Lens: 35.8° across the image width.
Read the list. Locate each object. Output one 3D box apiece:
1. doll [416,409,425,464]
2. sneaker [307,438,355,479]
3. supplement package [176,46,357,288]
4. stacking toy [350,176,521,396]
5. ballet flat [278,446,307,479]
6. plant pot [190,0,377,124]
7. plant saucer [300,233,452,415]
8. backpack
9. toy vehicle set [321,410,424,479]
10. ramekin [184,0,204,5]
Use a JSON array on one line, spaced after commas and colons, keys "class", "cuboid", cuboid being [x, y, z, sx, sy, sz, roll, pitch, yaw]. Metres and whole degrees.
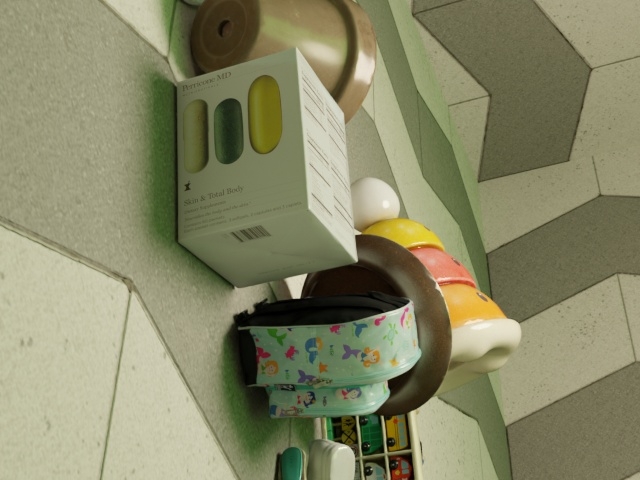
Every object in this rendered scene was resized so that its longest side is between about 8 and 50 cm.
[{"class": "doll", "cuboid": [0.205, 0.462, 2.213, 0.129, 0.046, 0.189, 57, 26, -47]}, {"class": "sneaker", "cuboid": [-0.002, 0.416, 1.548, 0.080, 0.094, 0.212, 11, 87, -42]}, {"class": "supplement package", "cuboid": [-0.079, -0.100, 1.449, 0.198, 0.199, 0.262, 46, 35, -58]}, {"class": "stacking toy", "cuboid": [0.164, 0.073, 2.025, 0.480, 0.351, 0.350, 68, 13, 21]}, {"class": "ballet flat", "cuboid": [-0.040, 0.384, 1.478, 0.168, 0.057, 0.052, -80, 161, -51]}, {"class": "plant pot", "cuboid": [-0.076, -0.304, 1.585, 0.229, 0.263, 0.263, 14, 63, -52]}, {"class": "plant saucer", "cuboid": [0.073, 0.145, 1.639, 0.050, 0.311, 0.310, -13, 90, -49]}, {"class": "backpack", "cuboid": [0.024, 0.166, 1.497, 0.225, 0.253, 0.191, -17, 94, -74]}, {"class": "toy vehicle set", "cuboid": [0.092, 0.413, 1.684, 0.035, 0.166, 0.267, 47, 34, -59]}, {"class": "ramekin", "cuboid": [-0.138, -0.459, 1.534, 0.109, 0.207, 0.207, 70, 16, 7]}]
